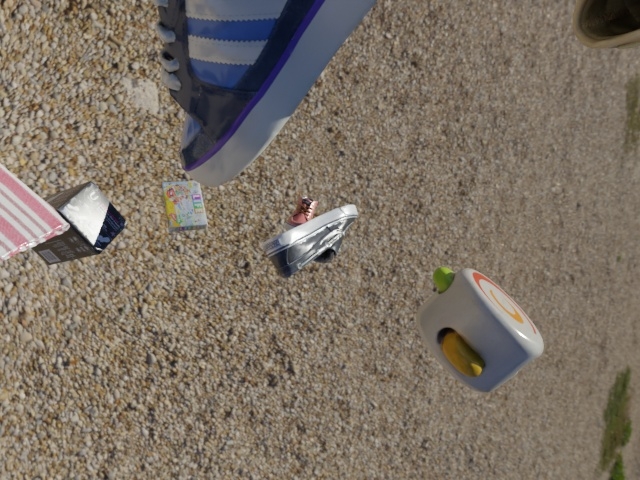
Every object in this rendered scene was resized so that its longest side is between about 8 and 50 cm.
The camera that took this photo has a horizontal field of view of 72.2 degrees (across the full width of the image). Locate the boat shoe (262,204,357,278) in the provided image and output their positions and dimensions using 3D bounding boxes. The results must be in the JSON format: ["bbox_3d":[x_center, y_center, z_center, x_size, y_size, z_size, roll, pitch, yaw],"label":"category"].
[{"bbox_3d":[0.000,0.000,0.980,0.301,0.108,0.102,-28,92,-52],"label":"boat shoe"}]

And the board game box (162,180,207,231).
[{"bbox_3d":[-0.383,-0.098,1.233,0.103,0.026,0.154,-6,61,-23],"label":"board game box"}]

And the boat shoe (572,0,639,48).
[{"bbox_3d":[0.208,-0.156,0.202,0.302,0.098,0.109,-35,112,-75],"label":"boat shoe"}]

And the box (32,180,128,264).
[{"bbox_3d":[-0.702,-0.044,1.232,0.163,0.247,0.142,60,36,-31],"label":"box"}]

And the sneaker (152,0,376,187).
[{"bbox_3d":[-0.091,-0.201,0.292,0.236,0.323,0.130,31,41,-23],"label":"sneaker"}]

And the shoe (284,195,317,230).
[{"bbox_3d":[-0.050,-0.071,1.152,0.063,0.178,0.081,18,102,0],"label":"shoe"}]

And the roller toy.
[{"bbox_3d":[0.272,0.161,0.773,0.191,0.209,0.146,30,114,-26],"label":"roller toy"}]

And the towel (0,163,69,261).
[{"bbox_3d":[-0.431,-0.024,0.522,0.144,0.029,0.197,44,33,-3],"label":"towel"}]
